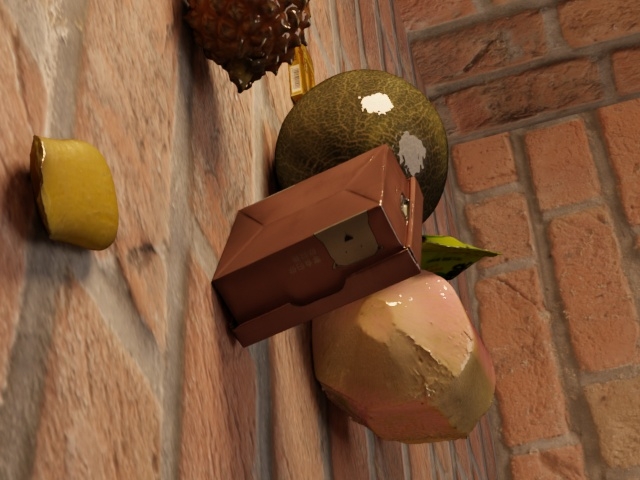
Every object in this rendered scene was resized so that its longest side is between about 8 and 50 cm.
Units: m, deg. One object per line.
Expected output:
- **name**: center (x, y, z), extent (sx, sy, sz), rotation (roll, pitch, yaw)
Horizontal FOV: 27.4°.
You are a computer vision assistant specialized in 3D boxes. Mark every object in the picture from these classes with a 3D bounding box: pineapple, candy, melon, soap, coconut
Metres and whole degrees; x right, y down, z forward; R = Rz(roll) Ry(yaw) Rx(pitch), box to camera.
- **pineapple**: center (-0.083, -0.261, 1.513), extent (0.166, 0.166, 0.193), rotation (48, 46, -67)
- **candy**: center (0.136, 0.026, 1.850), extent (0.246, 0.149, 0.069), rotation (-13, -99, 58)
- **melon**: center (0.059, -0.113, 1.784), extent (0.302, 0.237, 0.237), rotation (-65, 140, -71)
- **soap**: center (-0.190, -0.039, 0.989), extent (0.168, 0.033, 0.089), rotation (23, 52, -76)
- **coconut**: center (0.104, 0.154, 1.752), extent (0.245, 0.233, 0.233), rotation (51, 27, -52)

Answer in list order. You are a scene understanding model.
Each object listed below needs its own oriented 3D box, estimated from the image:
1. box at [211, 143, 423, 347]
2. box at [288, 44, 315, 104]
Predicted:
- **box**: center (0.000, 0.000, 1.429), extent (0.086, 0.215, 0.215), rotation (60, 16, -18)
- **box**: center (-0.029, -0.261, 2.090), extent (0.089, 0.022, 0.156), rotation (64, 16, -49)
